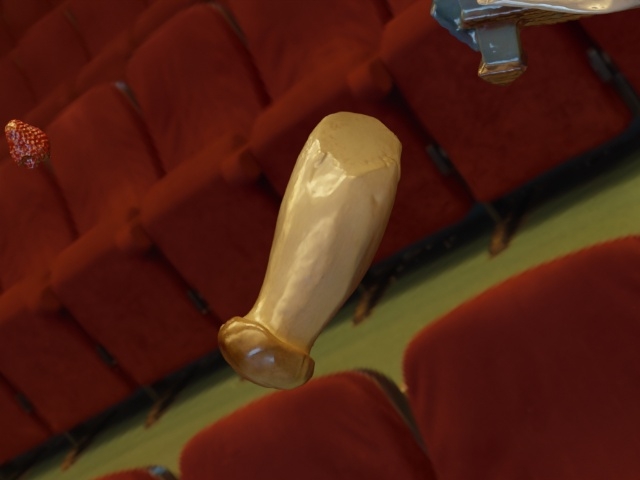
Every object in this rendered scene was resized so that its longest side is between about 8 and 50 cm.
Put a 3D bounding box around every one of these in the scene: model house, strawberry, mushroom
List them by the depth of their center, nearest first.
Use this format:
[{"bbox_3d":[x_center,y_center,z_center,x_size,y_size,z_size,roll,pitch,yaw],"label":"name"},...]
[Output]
[{"bbox_3d":[0.000,0.000,1.249,0.128,0.128,0.350,-16,44,62],"label":"mushroom"},{"bbox_3d":[0.309,-0.420,1.742,0.294,0.329,0.252,-10,30,15],"label":"model house"},{"bbox_3d":[-0.482,-0.159,1.831,0.073,0.083,0.073,-31,37,27],"label":"strawberry"}]

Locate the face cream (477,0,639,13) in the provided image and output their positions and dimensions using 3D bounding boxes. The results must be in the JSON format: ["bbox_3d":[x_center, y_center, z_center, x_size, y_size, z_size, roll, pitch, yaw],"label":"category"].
[{"bbox_3d":[0.268,-0.276,1.096,0.224,0.114,0.070,10,2,23],"label":"face cream"}]
